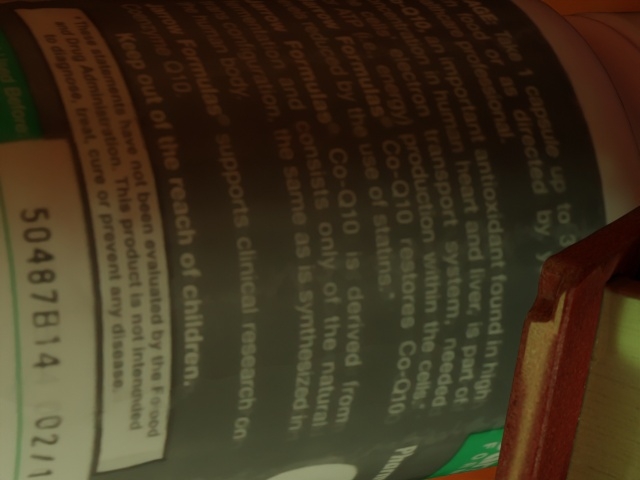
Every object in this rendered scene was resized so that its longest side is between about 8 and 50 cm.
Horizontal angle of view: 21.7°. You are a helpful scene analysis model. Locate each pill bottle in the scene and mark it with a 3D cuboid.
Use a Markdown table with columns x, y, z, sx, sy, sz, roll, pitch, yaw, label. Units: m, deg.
| x | y | z | sx | sy | sz | roll | pitch | yaw | label |
| --- | --- | --- | --- | --- | --- | --- | --- | --- | --- |
| 0.000 | 0.000 | 0.668 | 0.204 | 0.361 | 0.204 | 24 | 118 | 60 | pill bottle |

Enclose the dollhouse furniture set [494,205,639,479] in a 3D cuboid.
| x | y | z | sx | sy | sz | roll | pitch | yaw | label |
| --- | --- | --- | --- | --- | --- | --- | --- | --- | --- |
| 0.193 | -0.049 | 0.448 | 0.201 | 0.152 | 0.374 | 20 | 111 | 29 | dollhouse furniture set |
